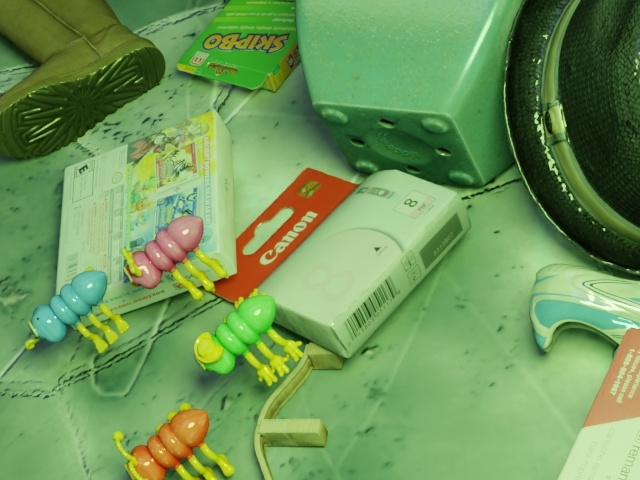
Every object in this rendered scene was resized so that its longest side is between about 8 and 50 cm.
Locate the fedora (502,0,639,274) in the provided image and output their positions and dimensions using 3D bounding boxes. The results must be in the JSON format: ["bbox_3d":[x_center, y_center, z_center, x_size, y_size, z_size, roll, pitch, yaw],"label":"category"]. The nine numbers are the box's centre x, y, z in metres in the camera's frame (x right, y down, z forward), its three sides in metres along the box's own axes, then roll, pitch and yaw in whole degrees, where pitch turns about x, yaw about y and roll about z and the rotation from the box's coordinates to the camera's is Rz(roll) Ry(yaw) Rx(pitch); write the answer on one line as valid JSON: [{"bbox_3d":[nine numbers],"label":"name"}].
[{"bbox_3d":[0.320,-0.137,1.279,0.334,0.152,0.334,1,83,-6],"label":"fedora"}]

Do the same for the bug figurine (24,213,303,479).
[{"bbox_3d":[-0.151,0.089,1.342,0.216,0.072,0.279,-44,58,4],"label":"bug figurine"}]

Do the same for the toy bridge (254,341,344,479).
[{"bbox_3d":[-0.026,0.173,1.310,0.063,0.026,0.188,-2,50,20],"label":"toy bridge"}]

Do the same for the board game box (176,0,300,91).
[{"bbox_3d":[-0.048,-0.265,1.698,0.124,0.039,0.259,18,55,32],"label":"board game box"}]

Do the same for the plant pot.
[{"bbox_3d":[0.110,-0.197,1.456,0.248,0.247,0.252,8,68,25],"label":"plant pot"}]

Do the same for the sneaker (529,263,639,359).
[{"bbox_3d":[0.300,0.071,1.264,0.237,0.085,0.086,4,85,14],"label":"sneaker"}]

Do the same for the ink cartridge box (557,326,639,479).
[{"bbox_3d":[0.335,0.204,1.096,0.283,0.117,0.207,14,56,29],"label":"ink cartridge box"}]

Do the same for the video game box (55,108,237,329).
[{"bbox_3d":[-0.179,-0.024,1.504,0.187,0.048,0.205,-21,46,17],"label":"video game box"}]

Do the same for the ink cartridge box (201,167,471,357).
[{"bbox_3d":[0.000,0.000,1.415,0.232,0.066,0.189,25,61,39],"label":"ink cartridge box"}]

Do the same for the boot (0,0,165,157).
[{"bbox_3d":[-0.338,-0.222,1.730,0.236,0.089,0.269,-27,46,-23],"label":"boot"}]
